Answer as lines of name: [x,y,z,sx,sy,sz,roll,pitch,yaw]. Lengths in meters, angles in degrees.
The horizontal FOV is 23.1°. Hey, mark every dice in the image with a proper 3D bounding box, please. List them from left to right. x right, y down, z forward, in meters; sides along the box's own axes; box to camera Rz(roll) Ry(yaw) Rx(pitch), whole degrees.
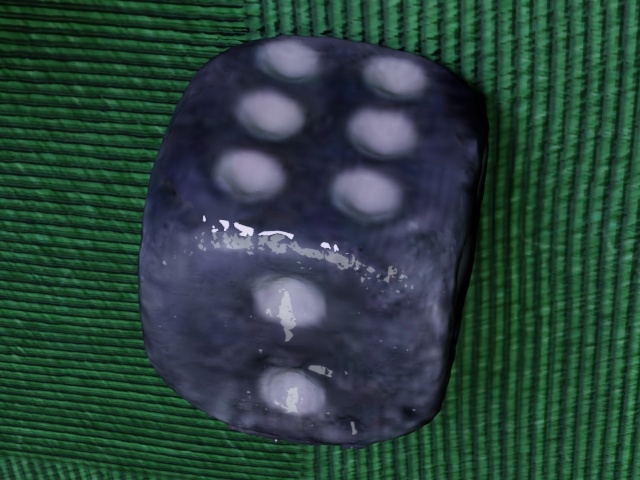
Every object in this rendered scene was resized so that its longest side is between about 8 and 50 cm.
dice: [0.000,0.000,0.918,0.182,0.182,0.183,8,136,6]
